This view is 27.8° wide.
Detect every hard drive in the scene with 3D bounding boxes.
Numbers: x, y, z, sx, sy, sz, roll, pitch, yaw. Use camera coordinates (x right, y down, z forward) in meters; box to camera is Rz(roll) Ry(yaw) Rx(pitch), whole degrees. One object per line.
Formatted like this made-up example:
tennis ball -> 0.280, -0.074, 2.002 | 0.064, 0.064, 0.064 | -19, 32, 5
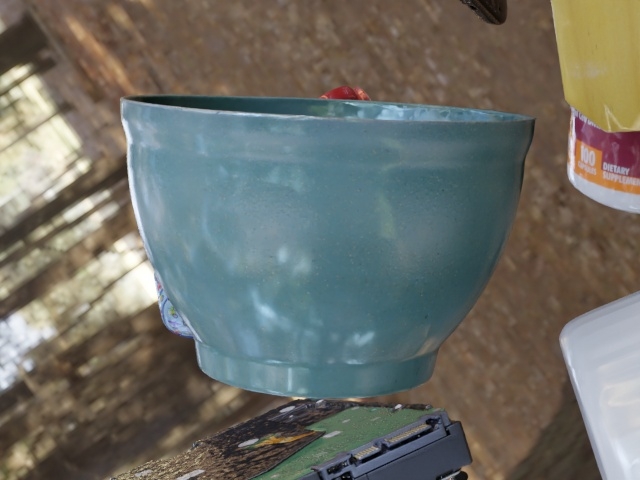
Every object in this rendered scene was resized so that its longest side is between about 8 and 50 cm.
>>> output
hard drive -> -0.040, 0.222, 1.230 | 0.339, 0.236, 0.064 | -13, 96, 63

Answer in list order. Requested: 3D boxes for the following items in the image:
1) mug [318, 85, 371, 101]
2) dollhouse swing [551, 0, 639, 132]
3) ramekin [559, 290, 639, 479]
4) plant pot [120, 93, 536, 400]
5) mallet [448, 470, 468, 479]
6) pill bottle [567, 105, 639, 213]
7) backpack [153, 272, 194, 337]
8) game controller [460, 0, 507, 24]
mug -> -0.003, -0.156, 1.896 | 0.113, 0.169, 0.150 | 51, 164, 57
dollhouse swing -> 0.407, -0.325, 1.335 | 0.346, 0.315, 0.305 | -1, 129, 32
ramekin -> 0.263, 0.156, 0.891 | 0.277, 0.135, 0.277 | -18, -90, -82
plant pot -> 0.000, 0.000, 0.931 | 0.293, 0.293, 0.196 | -148, 61, -73
mallet -> 0.140, 0.313, 1.586 | 0.190, 0.062, 0.039 | 93, 164, -67
pill bottle -> 0.406, -0.247, 1.503 | 0.224, 0.224, 0.392 | -136, 39, -57
backpack -> -0.164, 0.093, 1.926 | 0.158, 0.173, 0.117 | 90, -178, -52
game controller -> 0.166, -0.371, 1.557 | 0.319, 0.067, 0.167 | 18, -124, -64
